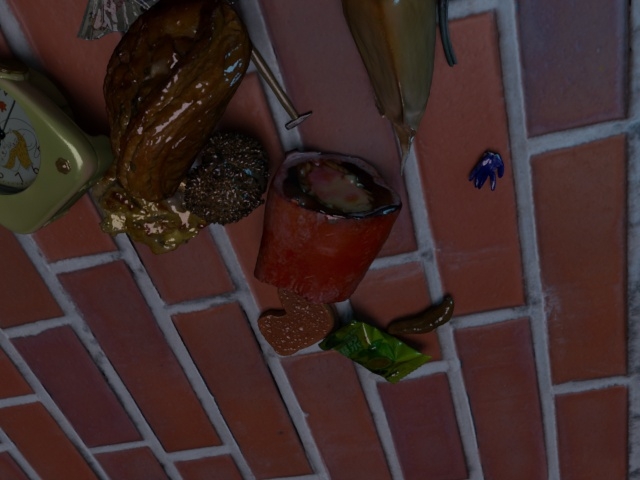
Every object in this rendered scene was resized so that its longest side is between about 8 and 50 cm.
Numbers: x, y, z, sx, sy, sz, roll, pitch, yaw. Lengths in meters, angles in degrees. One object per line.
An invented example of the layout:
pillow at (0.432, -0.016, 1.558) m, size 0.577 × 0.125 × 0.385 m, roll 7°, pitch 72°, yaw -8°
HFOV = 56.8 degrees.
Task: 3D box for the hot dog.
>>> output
hot dog at (-0.269, -0.247, 1.038) m, size 0.174 × 0.267 × 0.387 m, roll 6°, pitch 133°, yaw -42°

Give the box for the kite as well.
kite at (-0.295, -0.420, 1.070) m, size 0.335 × 0.011 × 0.314 m, roll -9°, pitch 121°, yaw 10°

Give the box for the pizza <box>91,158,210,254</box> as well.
pizza at (-0.371, -0.069, 1.257) m, size 0.324 × 0.089 × 0.223 m, roll 27°, pitch 117°, yaw -13°

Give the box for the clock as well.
clock at (-0.594, -0.206, 1.133) m, size 0.286 × 0.117 × 0.348 m, roll -34°, pitch 102°, yaw 28°

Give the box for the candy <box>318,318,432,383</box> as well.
candy at (0.130, 0.267, 1.440) m, size 0.246 × 0.069 × 0.149 m, roll 32°, pitch 131°, yaw -16°

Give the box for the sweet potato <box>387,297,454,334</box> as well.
sweet potato at (0.242, 0.194, 1.407) m, size 0.182 × 0.053 × 0.054 m, roll -27°, pitch 156°, yaw 22°

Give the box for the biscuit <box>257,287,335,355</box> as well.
biscuit at (-0.070, 0.181, 1.424) m, size 0.192 × 0.036 × 0.186 m, roll -31°, pitch 113°, yaw 21°

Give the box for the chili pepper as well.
chili pepper at (0.000, 0.000, 1.193) m, size 0.251 × 0.229 × 0.305 m, roll -5°, pitch 128°, yaw -33°

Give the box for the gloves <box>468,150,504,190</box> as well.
gloves at (0.341, -0.138, 1.201) m, size 0.064 × 0.026 × 0.086 m, roll 17°, pitch 122°, yaw -10°

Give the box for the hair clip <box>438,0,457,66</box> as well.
hair clip at (0.225, -0.417, 1.031) m, size 0.070 × 0.039 × 0.229 m, roll 0°, pitch 127°, yaw 4°

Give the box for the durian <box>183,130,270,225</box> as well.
durian at (-0.185, -0.123, 1.141) m, size 0.167 × 0.196 × 0.196 m, roll 6°, pitch 123°, yaw 3°

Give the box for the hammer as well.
hammer at (-0.090, -0.305, 1.129) m, size 0.062 × 0.013 × 0.199 m, roll -26°, pitch 118°, yaw 18°

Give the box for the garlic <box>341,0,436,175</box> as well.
garlic at (0.119, -0.306, 1.018) m, size 0.151 × 0.196 × 0.338 m, roll 3°, pitch 132°, yaw 18°
